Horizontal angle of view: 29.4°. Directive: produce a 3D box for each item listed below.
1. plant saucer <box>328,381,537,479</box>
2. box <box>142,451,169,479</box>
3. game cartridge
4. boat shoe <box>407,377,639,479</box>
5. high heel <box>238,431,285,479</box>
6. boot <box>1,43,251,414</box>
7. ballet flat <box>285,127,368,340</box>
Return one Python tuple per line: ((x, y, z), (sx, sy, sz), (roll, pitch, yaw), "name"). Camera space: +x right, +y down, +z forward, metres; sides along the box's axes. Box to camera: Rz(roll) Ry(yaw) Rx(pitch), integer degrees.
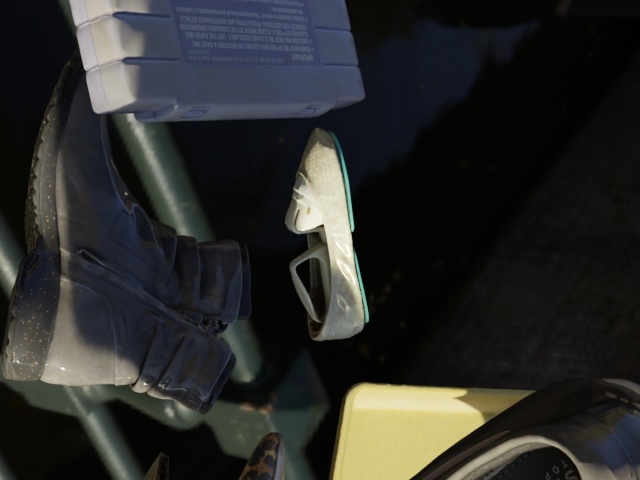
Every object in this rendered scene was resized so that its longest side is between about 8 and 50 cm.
((0.127, 0.339, 1.546), (0.332, 0.081, 0.333), (7, 95, -33), "plant saucer")
((-0.273, 0.408, 1.708), (0.201, 0.021, 0.164), (-58, -170, 5), "box")
((-0.093, -0.223, 1.114), (0.355, 0.068, 0.230), (-9, 91, -55), "game cartridge")
((0.031, 0.181, 0.582), (0.335, 0.112, 0.095), (-47, 155, 25), "boat shoe")
((-0.142, 0.282, 1.141), (0.093, 0.186, 0.261), (87, 19, -62), "high heel")
((-0.175, -0.009, 1.187), (0.222, 0.118, 0.338), (9, 79, -15), "boot")
((0.000, 0.000, 0.932), (0.052, 0.057, 0.168), (-16, 106, -19), "ballet flat")
